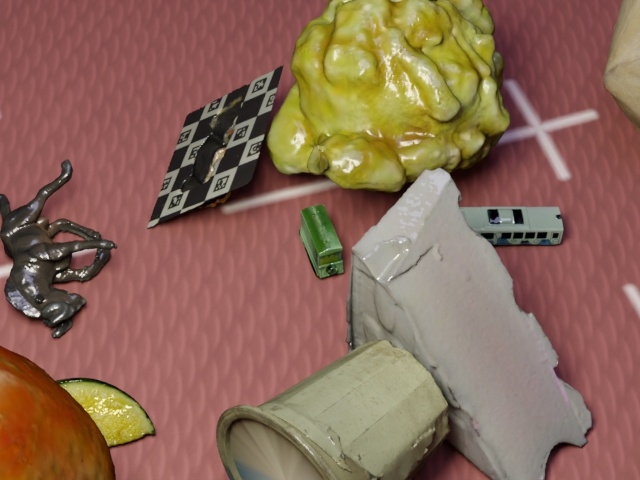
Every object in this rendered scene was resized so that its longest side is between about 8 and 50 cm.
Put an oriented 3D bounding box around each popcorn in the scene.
[{"bbox_3d":[0.097,-0.198,1.802,0.274,0.279,0.335,8,6,40],"label":"popcorn"}]

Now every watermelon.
[{"bbox_3d":[-0.294,0.203,1.643,0.181,0.075,0.092,-16,97,-11],"label":"watermelon"}]

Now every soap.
[{"bbox_3d":[0.175,0.107,1.579,0.302,0.258,0.159,36,58,25],"label":"soap"}]

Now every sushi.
[{"bbox_3d":[-0.120,-0.110,1.858,0.192,0.050,0.215,-22,40,36],"label":"sushi"}]

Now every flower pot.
[{"bbox_3d":[0.031,0.222,1.528,0.202,0.212,0.212,-31,57,-30],"label":"flower pot"}]

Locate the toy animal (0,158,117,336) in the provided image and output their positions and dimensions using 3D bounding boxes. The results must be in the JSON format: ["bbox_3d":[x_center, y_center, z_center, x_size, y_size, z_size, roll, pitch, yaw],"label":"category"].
[{"bbox_3d":[-0.345,0.006,1.769,0.148,0.084,0.233,-24,59,-17],"label":"toy animal"}]

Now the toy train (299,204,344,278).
[{"bbox_3d":[0.000,0.000,1.791,0.038,0.056,0.093,-15,52,-10],"label":"toy train"}]

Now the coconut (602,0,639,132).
[{"bbox_3d":[0.510,-0.245,1.856,0.328,0.329,0.329,0,51,0],"label":"coconut"}]

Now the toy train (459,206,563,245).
[{"bbox_3d":[0.205,-0.018,1.814,0.207,0.047,0.043,-1,50,-3],"label":"toy train"}]

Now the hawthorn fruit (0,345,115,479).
[{"bbox_3d":[-0.396,0.252,1.381,0.402,0.403,0.403,0,51,0],"label":"hawthorn fruit"}]
